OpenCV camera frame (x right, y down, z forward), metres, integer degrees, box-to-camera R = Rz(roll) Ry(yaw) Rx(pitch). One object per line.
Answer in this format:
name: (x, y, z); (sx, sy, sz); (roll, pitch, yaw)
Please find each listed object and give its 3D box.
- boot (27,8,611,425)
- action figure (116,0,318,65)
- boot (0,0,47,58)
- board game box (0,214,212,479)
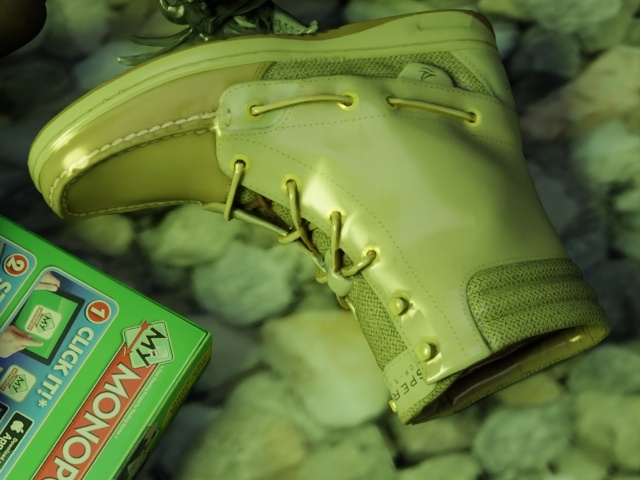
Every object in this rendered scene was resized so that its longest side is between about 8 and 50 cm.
boot: (0.000, 0.000, 0.702); (0.261, 0.095, 0.204); (-13, 68, -17)
action figure: (0.010, -0.181, 0.725); (0.141, 0.164, 0.276); (36, 109, -4)
boot: (-0.209, -0.008, 0.660); (0.248, 0.090, 0.207); (-27, 82, -17)
board game box: (-0.223, 0.126, 0.653); (0.213, 0.046, 0.317); (29, 67, 8)
